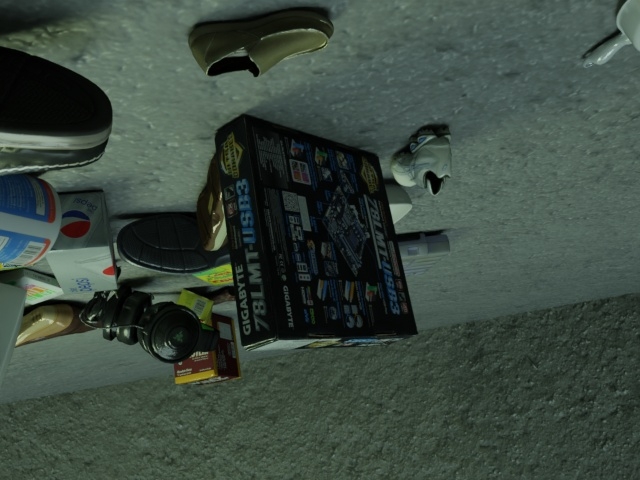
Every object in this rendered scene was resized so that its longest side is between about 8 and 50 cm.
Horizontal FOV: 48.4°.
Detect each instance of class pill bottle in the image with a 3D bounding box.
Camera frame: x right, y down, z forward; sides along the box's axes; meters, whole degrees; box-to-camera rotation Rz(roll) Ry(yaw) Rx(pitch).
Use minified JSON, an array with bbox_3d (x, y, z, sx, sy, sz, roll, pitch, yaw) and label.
[{"bbox_3d":[-0.449,-0.042,0.885,0.124,0.124,0.221,-18,162,26],"label":"pill bottle"}]

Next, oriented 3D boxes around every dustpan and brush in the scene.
[{"bbox_3d":[0.381,-0.246,0.818,0.147,0.060,0.211,-1,156,-24],"label":"dustpan and brush"}]

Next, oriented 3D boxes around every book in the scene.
[{"bbox_3d":[-0.596,0.091,1.449,0.096,0.035,0.144,-15,161,14],"label":"book"}]

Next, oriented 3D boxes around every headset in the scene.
[{"bbox_3d":[-0.377,0.159,1.584,0.243,0.185,0.394,16,177,25],"label":"headset"}]

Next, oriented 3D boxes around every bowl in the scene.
[{"bbox_3d":[0.082,-0.061,1.277,0.142,0.053,0.142,-4,164,-18],"label":"bowl"}]

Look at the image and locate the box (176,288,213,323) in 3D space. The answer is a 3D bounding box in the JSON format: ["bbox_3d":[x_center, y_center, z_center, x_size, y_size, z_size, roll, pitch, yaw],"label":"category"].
[{"bbox_3d":[-0.330,0.190,1.858,0.087,0.058,0.232,24,160,-4],"label":"box"}]

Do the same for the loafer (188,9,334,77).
[{"bbox_3d":[-0.058,-0.193,0.719,0.147,0.050,0.056,-9,165,-1],"label":"loafer"}]

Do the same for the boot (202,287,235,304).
[{"bbox_3d":[-0.248,0.153,1.872,0.114,0.037,0.106,-22,151,34],"label":"boot"}]

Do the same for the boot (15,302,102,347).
[{"bbox_3d":[-0.673,0.222,1.752,0.248,0.090,0.207,-21,159,23],"label":"boot"}]

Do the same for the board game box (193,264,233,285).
[{"bbox_3d":[-0.216,0.054,1.521,0.092,0.043,0.181,-13,164,9],"label":"board game box"}]

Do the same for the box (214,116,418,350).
[{"bbox_3d":[0.000,0.000,0.990,0.073,0.296,0.293,-22,161,37],"label":"box"}]

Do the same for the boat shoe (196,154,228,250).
[{"bbox_3d":[-0.131,-0.052,1.106,0.095,0.095,0.257,-8,165,-20],"label":"boat shoe"}]

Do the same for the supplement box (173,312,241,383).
[{"bbox_3d":[-0.347,0.332,2.157,0.129,0.192,0.194,-14,163,14],"label":"supplement box"}]

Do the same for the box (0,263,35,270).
[{"bbox_3d":[-0.557,0.019,1.155,0.168,0.059,0.054,-8,162,-7],"label":"box"}]

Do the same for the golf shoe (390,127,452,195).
[{"bbox_3d":[0.157,-0.104,1.109,0.069,0.086,0.176,-9,166,-10],"label":"golf shoe"}]

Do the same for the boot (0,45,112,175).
[{"bbox_3d":[-0.393,-0.037,0.692,0.377,0.138,0.284,-2,132,-15],"label":"boot"}]

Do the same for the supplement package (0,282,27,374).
[{"bbox_3d":[-0.688,0.187,1.382,0.177,0.175,0.293,18,155,-19],"label":"supplement package"}]

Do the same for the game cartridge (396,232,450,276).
[{"bbox_3d":[0.106,0.050,1.687,0.354,0.068,0.230,-6,160,-12],"label":"game cartridge"}]

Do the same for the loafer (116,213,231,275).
[{"bbox_3d":[-0.214,0.011,1.265,0.302,0.109,0.095,-5,168,-27],"label":"loafer"}]

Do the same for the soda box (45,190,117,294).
[{"bbox_3d":[-0.392,0.012,1.173,0.098,0.091,0.286,-6,164,-16],"label":"soda box"}]
